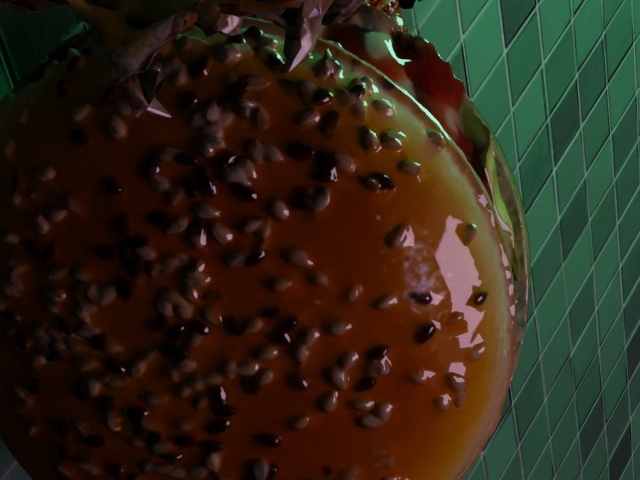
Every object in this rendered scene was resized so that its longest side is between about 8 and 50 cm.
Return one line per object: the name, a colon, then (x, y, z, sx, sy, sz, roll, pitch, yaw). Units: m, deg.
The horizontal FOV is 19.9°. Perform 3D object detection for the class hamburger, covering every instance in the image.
hamburger: (-0.042, 0.019, 0.882, 0.176, 0.300, 0.300, -41, 140, -68)

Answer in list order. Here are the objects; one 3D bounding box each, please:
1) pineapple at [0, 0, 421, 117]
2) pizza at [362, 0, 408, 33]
pineapple: (-0.039, -0.246, 0.704, 0.300, 0.352, 0.352, -48, 145, -58)
pizza: (0.034, -0.154, 1.207, 0.100, 0.029, 0.099, -25, 125, -57)
